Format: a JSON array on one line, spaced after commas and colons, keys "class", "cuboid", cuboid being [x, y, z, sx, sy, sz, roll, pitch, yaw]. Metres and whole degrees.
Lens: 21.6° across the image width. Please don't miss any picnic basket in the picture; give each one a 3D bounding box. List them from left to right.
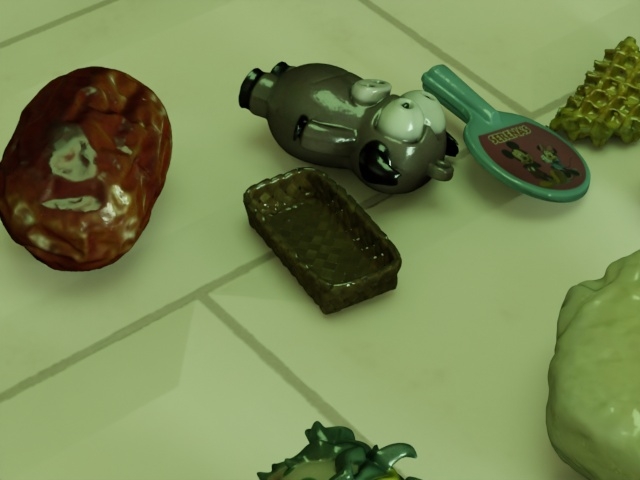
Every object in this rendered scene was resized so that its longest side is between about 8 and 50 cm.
[{"class": "picnic basket", "cuboid": [0.000, 0.000, 1.802, 0.110, 0.055, 0.193, -21, 48, -23]}]

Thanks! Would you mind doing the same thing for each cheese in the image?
[{"class": "cheese", "cuboid": [0.369, 0.128, 1.577, 0.318, 0.115, 0.326, -32, 48, -15]}]

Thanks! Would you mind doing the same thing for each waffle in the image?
[{"class": "waffle", "cuboid": [0.349, -0.178, 2.028, 0.192, 0.046, 0.160, -16, 48, -20]}]

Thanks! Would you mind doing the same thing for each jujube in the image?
[{"class": "jujube", "cuboid": [-0.251, -0.080, 1.791, 0.174, 0.174, 0.250, 12, 46, 9]}]

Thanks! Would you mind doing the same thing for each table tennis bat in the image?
[{"class": "table tennis bat", "cuboid": [0.208, -0.122, 1.937, 0.153, 0.040, 0.244, -16, 51, -45]}]

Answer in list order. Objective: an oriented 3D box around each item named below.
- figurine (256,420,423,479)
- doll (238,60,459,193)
[{"class": "figurine", "cuboid": [-0.068, 0.291, 1.392, 0.382, 0.186, 0.261, -28, 40, -23]}, {"class": "doll", "cuboid": [0.039, -0.130, 1.900, 0.257, 0.117, 0.182, 22, 26, 25]}]
